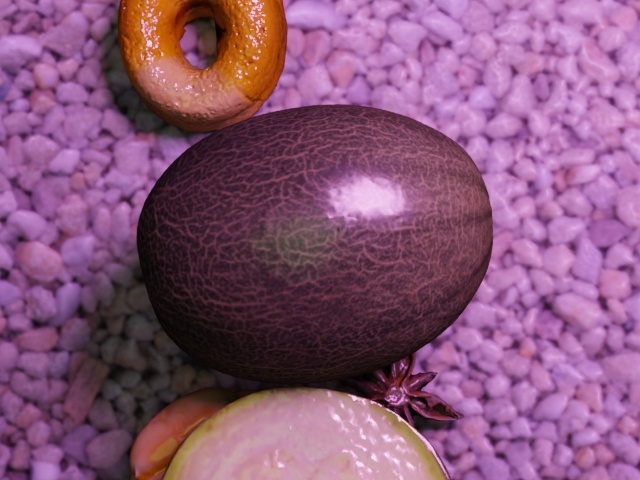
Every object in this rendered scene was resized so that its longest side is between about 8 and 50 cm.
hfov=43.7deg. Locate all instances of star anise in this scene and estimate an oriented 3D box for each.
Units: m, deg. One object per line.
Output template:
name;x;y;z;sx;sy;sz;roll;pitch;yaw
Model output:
star anise;0.058;0.155;0.768;0.129;0.056;0.124;-30;84;-14

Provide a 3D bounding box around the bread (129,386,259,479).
bread;-0.053;0.280;0.736;0.172;0.121;0.311;-29;88;-9

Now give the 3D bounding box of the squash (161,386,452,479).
squash;-0.012;0.245;0.639;0.252;0.049;0.252;1;71;-2

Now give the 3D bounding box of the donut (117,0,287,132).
donut;-0.120;-0.204;0.782;0.174;0.074;0.190;12;89;2

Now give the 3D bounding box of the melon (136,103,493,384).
melon;0.000;0.000;0.688;0.301;0.237;0.238;-10;87;-4
